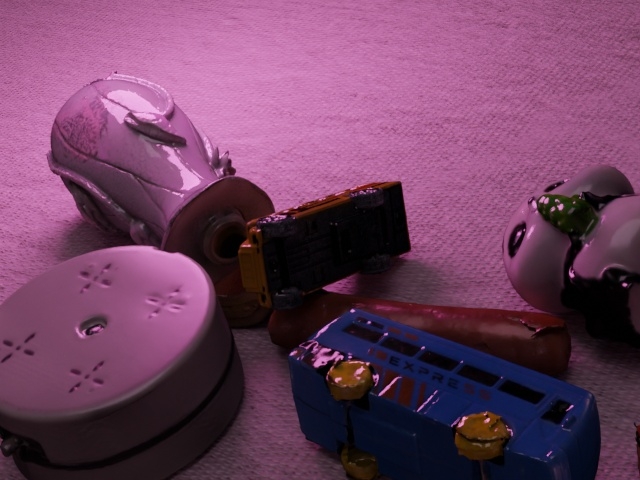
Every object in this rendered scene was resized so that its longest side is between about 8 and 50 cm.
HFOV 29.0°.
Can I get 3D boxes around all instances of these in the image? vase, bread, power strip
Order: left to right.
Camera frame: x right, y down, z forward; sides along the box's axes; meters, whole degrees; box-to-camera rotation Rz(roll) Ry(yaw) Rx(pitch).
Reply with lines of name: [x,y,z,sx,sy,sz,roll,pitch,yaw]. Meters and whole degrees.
power strip: [-0.287,0.175,1.647,0.358,0.161,0.357,-10,37,7]
vase: [-0.255,-0.092,1.943,0.250,0.250,0.445,-30,41,-20]
bread: [-0.088,0.069,1.798,0.192,0.067,0.119,-34,30,-26]

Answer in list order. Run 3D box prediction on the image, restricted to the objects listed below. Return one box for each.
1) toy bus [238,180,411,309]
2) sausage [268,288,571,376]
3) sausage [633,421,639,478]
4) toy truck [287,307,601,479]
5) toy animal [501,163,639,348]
toy bus: [0.000,0.000,1.721,0.123,0.121,0.335,1,14,38]
sausage: [0.121,0.122,1.637,0.419,0.094,0.094,5,-1,25]
sausage: [0.482,0.238,1.365,0.264,0.083,0.083,-2,37,15]
toy truck: [0.142,0.210,1.453,0.385,0.161,0.162,18,41,37]
toy animal: [0.358,0.011,1.601,0.212,0.212,0.267,-36,42,-27]
